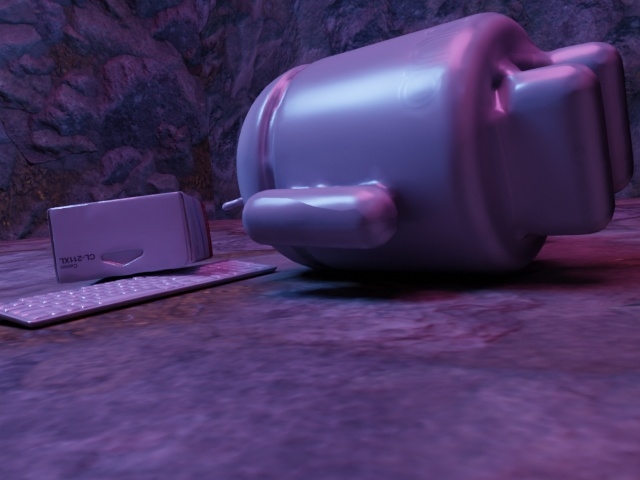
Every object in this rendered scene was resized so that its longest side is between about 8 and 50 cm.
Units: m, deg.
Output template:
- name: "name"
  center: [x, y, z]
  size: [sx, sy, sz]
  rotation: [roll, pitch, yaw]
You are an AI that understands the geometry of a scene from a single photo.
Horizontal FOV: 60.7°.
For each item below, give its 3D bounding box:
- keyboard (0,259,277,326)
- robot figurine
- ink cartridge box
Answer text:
- name: "keyboard"
  center: [-0.145, 0.039, 0.480]
  size: [0.072, 0.014, 0.256]
  rotation: [-1, 5, 35]
- name: "robot figurine"
  center: [0.068, -0.072, 0.484]
  size: [0.354, 0.199, 0.300]
  rotation: [-1, 22, 39]
- name: "ink cartridge box"
  center: [-0.191, -0.004, 0.585]
  size: [0.128, 0.072, 0.175]
  rotation: [-8, 0, -6]
